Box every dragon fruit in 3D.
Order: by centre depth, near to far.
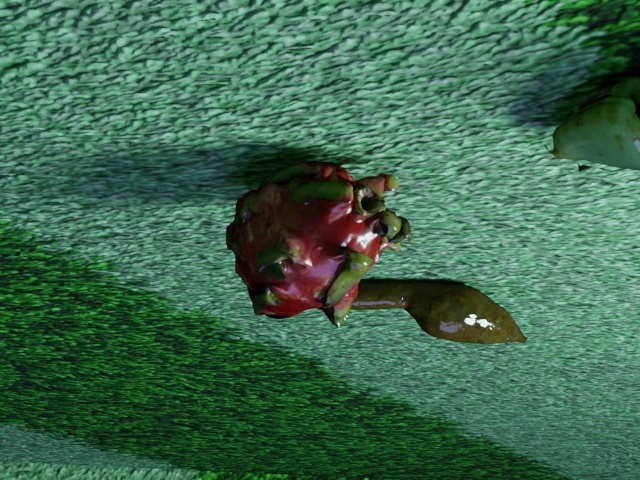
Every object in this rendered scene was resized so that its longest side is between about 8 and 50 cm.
[{"bbox_3d":[0.000,0.000,1.463,0.166,0.160,0.172,49,142,-8],"label":"dragon fruit"}]

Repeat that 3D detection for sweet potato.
[{"bbox_3d":[0.146,0.085,1.854,0.269,0.075,0.075,13,159,-10],"label":"sweet potato"}]

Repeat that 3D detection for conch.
[{"bbox_3d":[0.261,-0.100,1.301,0.105,0.079,0.170,32,153,-32],"label":"conch"}]
